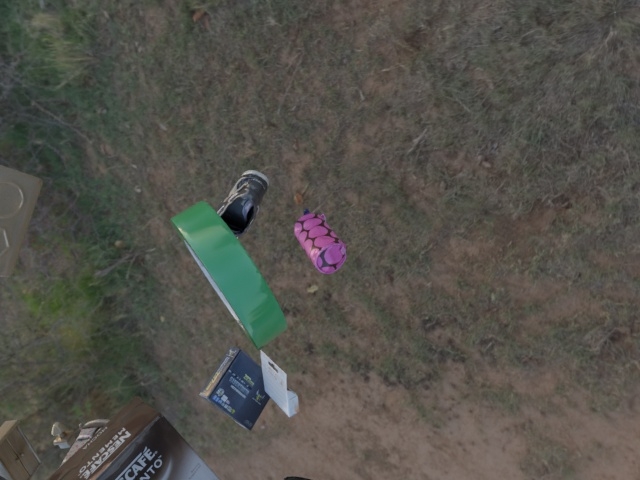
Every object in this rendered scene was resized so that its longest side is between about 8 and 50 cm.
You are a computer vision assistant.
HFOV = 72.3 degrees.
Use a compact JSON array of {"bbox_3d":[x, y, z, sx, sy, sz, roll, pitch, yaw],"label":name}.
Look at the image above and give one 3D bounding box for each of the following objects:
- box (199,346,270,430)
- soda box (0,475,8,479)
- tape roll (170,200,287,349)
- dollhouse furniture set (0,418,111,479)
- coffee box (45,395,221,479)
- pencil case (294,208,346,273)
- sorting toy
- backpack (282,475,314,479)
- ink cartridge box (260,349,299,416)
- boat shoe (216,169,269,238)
[{"bbox_3d":[-0.265,0.495,1.464,0.059,0.183,0.233,2,138,42],"label":"box"},{"bbox_3d":[-0.651,0.554,0.875,0.091,0.098,0.286,50,142,15],"label":"soda box"},{"bbox_3d":[-0.189,0.073,0.909,0.321,0.077,0.321,48,162,21],"label":"tape roll"},{"bbox_3d":[-0.728,0.601,1.214,0.355,0.303,0.174,-9,114,7],"label":"dollhouse furniture set"},{"bbox_3d":[-0.246,0.415,0.679,0.118,0.168,0.297,-2,125,49],"label":"coffee box"},{"bbox_3d":[0.000,0.000,1.130,0.209,0.098,0.095,-124,12,-56],"label":"pencil case"},{"bbox_3d":[-0.591,-0.043,0.738,0.038,0.208,0.193,13,84,19],"label":"sorting toy"},{"bbox_3d":[-0.071,0.816,1.406,0.120,0.101,0.098,14,155,2],"label":"backpack"},{"bbox_3d":[-0.128,0.438,1.369,0.145,0.045,0.179,29,128,44],"label":"ink cartridge box"},{"bbox_3d":[-0.246,-0.074,1.268,0.112,0.096,0.335,27,142,-13],"label":"boat shoe"}]
